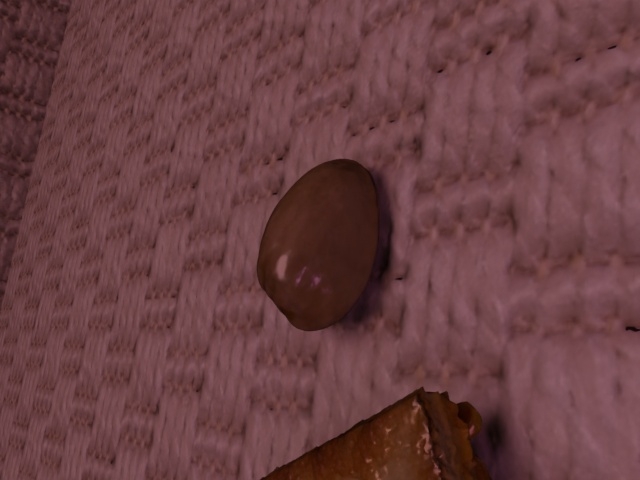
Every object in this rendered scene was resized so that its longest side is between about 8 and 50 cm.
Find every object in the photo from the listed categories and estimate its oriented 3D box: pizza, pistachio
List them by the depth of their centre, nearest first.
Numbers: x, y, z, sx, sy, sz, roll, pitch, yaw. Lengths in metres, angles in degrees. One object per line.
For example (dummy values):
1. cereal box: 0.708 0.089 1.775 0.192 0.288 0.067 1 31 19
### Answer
1. pizza: 0.051 0.276 0.555 0.268 0.087 0.257 -39 51 41
2. pistachio: 0.000 0.000 0.728 0.126 0.108 0.185 2 70 32
